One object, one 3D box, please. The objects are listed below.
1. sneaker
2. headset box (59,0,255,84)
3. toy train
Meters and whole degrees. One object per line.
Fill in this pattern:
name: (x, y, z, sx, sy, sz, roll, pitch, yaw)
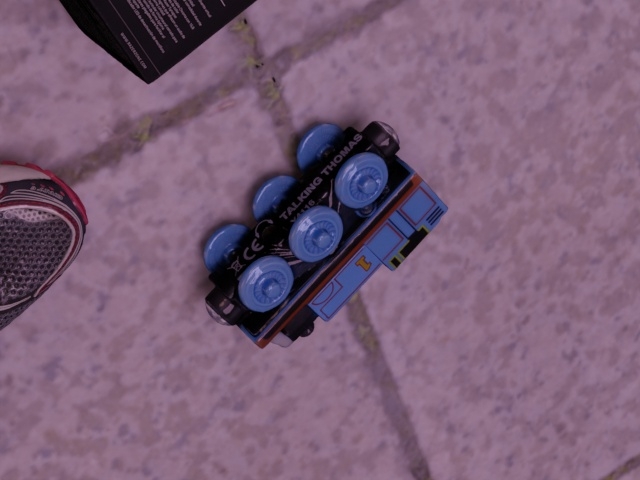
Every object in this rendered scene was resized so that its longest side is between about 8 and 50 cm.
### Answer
sneaker: (-0.272, 0.065, 1.264, 0.299, 0.112, 0.121, -37, 124, -10)
headset box: (-0.079, -0.285, 1.195, 0.283, 0.131, 0.246, -40, 124, -7)
toy train: (0.000, 0.000, 1.403, 0.184, 0.080, 0.105, -48, 131, -2)
